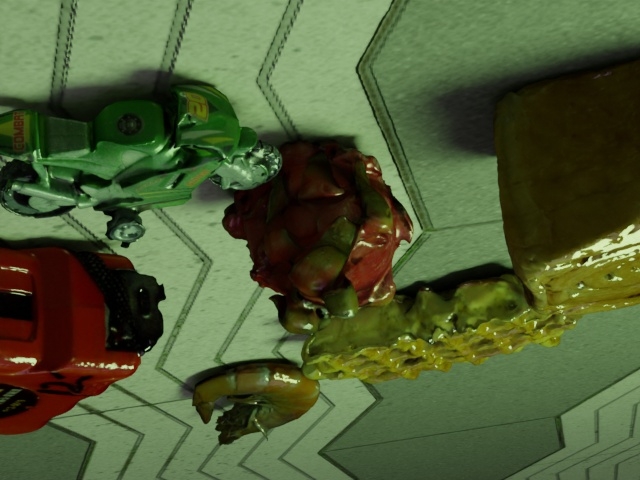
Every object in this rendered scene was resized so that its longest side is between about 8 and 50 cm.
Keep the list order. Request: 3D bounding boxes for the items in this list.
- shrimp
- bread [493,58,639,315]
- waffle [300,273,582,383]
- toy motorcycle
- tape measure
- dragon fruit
[{"bbox_3d":[-0.091,0.202,1.550,0.150,0.068,0.248,10,150,-15],"label":"shrimp"},{"bbox_3d":[0.207,-0.035,0.916,0.158,0.143,0.149,-18,159,11],"label":"bread"},{"bbox_3d":[0.131,0.093,1.347,0.310,0.065,0.283,-3,162,-26],"label":"waffle"},{"bbox_3d":[-0.120,-0.054,0.820,0.190,0.074,0.106,-7,151,-4],"label":"toy motorcycle"},{"bbox_3d":[-0.296,0.082,1.047,0.260,0.114,0.253,9,154,-33],"label":"tape measure"},{"bbox_3d":[0.000,0.000,0.930,0.133,0.207,0.150,-25,115,6],"label":"dragon fruit"}]
